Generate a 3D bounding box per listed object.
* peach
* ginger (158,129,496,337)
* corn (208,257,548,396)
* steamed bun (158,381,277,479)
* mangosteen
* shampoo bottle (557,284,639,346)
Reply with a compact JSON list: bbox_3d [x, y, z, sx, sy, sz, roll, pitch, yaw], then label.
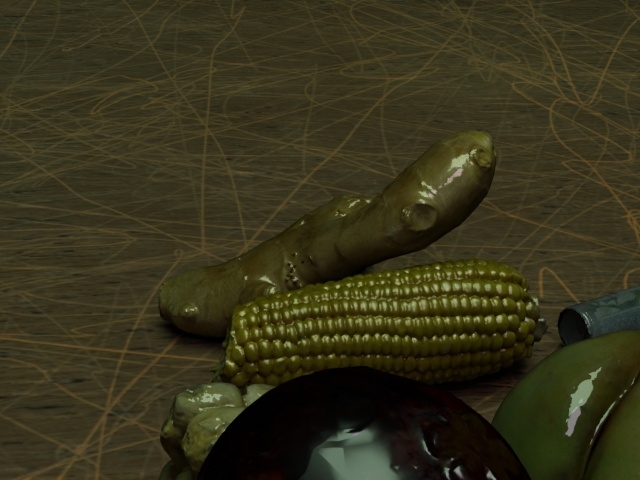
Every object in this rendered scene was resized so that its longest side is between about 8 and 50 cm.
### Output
[{"bbox_3d":[0.298,0.206,1.324,0.292,0.247,0.292,-12,11,2],"label":"peach"},{"bbox_3d":[0.015,0.011,1.696,0.348,0.122,0.363,-34,12,-31],"label":"ginger"},{"bbox_3d":[0.066,0.099,1.609,0.387,0.143,0.144,-5,29,-17],"label":"corn"},{"bbox_3d":[-0.059,0.227,1.344,0.192,0.177,0.106,6,34,-22],"label":"steamed bun"},{"bbox_3d":[0.018,0.272,1.183,0.306,0.359,0.306,28,35,-21],"label":"mangosteen"},{"bbox_3d":[0.384,0.086,1.735,0.214,0.072,0.072,-14,32,-28],"label":"shampoo bottle"}]
